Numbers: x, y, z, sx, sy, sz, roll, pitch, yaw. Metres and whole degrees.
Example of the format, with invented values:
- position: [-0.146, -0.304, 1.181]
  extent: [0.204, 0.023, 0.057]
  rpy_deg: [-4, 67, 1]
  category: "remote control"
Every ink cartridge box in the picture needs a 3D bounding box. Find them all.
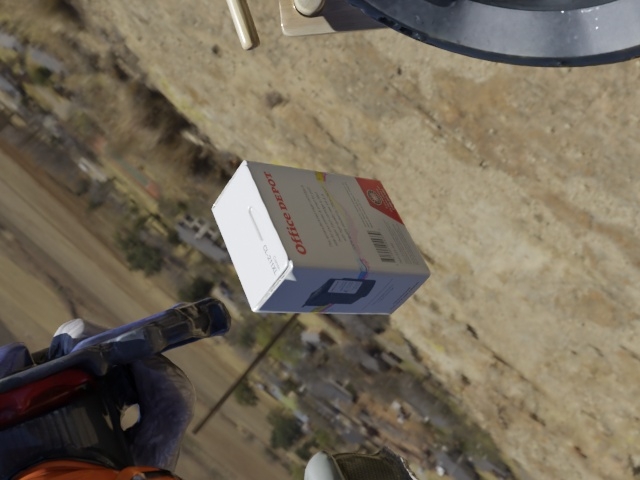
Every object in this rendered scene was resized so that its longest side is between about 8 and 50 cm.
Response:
- position: [0.000, 0.000, 0.850]
  extent: [0.072, 0.175, 0.127]
  rpy_deg: [-50, 51, 35]
  category: "ink cartridge box"

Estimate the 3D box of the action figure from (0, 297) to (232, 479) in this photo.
- position: [-0.180, 0.163, 0.441]
  extent: [0.330, 0.341, 0.178]
  rpy_deg: [-153, 45, -75]
  category: "action figure"

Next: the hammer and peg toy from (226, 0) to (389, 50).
- position: [0.014, -0.366, 1.048]
  extent: [0.127, 0.362, 0.265]
  rpy_deg: [-110, 13, -83]
  category: "hammer and peg toy"

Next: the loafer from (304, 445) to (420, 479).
- position: [0.084, 0.163, 0.305]
  extent: [0.251, 0.087, 0.094]
  rpy_deg: [45, 148, 32]
  category: "loafer"

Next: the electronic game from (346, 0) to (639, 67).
- position: [0.079, -0.136, 0.362]
  extent: [0.229, 0.048, 0.229]
  rpy_deg: [15, 166, 4]
  category: "electronic game"
